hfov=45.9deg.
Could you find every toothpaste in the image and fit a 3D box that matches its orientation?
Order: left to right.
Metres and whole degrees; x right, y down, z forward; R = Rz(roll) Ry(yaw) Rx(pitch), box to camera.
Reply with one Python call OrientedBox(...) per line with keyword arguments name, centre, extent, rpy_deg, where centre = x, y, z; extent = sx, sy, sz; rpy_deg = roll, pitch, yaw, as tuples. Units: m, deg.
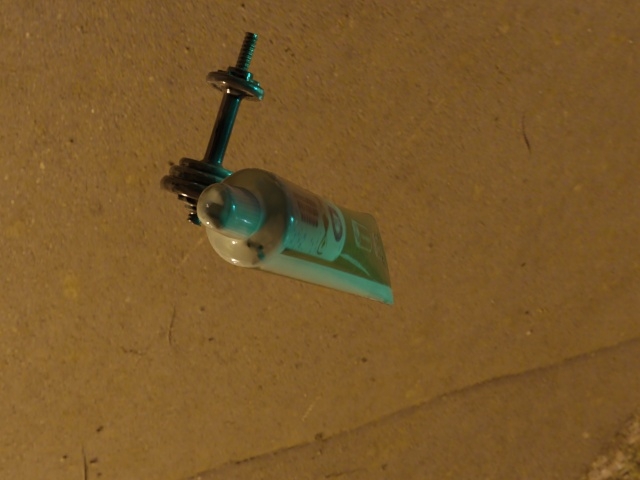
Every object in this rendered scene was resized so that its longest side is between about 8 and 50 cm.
OrientedBox(name="toothpaste", centre=(0.000, 0.000, 0.606), extent=(0.061, 0.099, 0.392), rpy_deg=(-15, 169, 16))

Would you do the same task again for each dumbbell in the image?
OrientedBox(name="dumbbell", centre=(-0.125, -0.142, 0.961), extent=(0.110, 0.110, 0.254), rpy_deg=(17, 90, -27))
